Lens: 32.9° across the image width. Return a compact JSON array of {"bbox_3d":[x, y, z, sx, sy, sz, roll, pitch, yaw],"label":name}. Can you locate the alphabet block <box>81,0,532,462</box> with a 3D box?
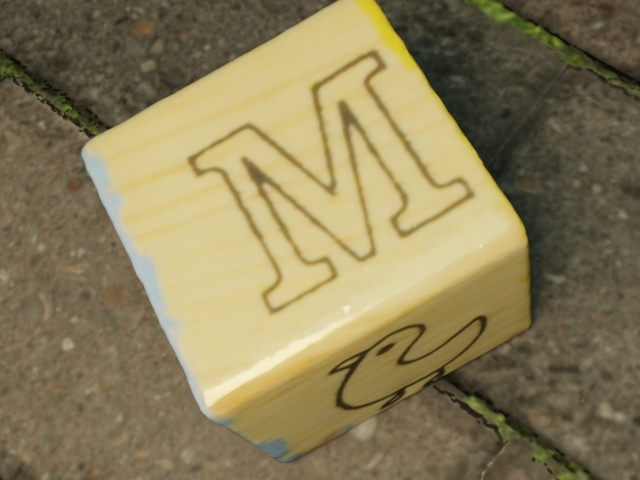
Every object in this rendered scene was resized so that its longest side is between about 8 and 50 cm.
[{"bbox_3d":[0.000,0.000,0.680,0.197,0.192,0.193,-30,69,1],"label":"alphabet block"}]
